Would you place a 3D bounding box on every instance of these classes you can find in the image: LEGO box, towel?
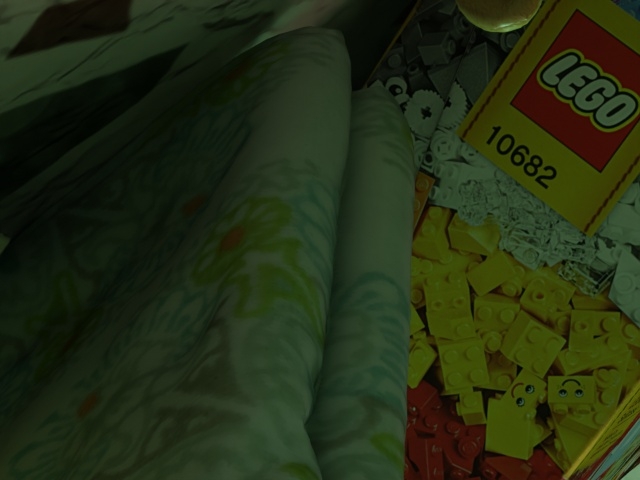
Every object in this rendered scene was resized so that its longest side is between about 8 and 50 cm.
[{"bbox_3d":[0.165,-0.014,1.059,0.372,0.193,0.500,-56,165,18],"label":"LEGO box"},{"bbox_3d":[-0.105,0.092,0.705,0.320,0.090,0.374,-39,-159,23],"label":"towel"}]

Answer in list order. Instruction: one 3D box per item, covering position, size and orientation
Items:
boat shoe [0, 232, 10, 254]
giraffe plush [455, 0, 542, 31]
[{"bbox_3d":[-0.167,0.023,0.751,0.133,0.042,0.049,-47,-167,53],"label":"boat shoe"},{"bbox_3d":[0.136,-0.153,0.682,0.170,0.210,0.181,7,-153,34],"label":"giraffe plush"}]
